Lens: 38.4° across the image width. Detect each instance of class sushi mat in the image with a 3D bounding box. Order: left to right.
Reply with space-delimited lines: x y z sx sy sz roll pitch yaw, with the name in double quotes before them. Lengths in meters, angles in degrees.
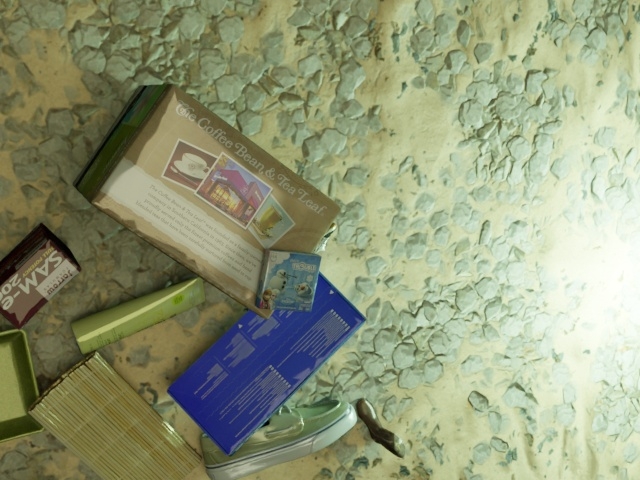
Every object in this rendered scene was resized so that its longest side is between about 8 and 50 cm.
"sushi mat" -0.358 0.346 1.634 0.151 0.019 0.317 -43 118 -10

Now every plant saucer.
"plant saucer" -0.576 0.252 1.551 0.188 0.045 0.189 -12 102 -19

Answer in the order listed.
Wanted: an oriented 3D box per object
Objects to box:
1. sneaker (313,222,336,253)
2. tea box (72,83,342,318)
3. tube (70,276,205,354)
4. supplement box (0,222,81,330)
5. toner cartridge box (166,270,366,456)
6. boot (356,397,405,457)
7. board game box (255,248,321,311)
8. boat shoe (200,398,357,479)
"sneaker" 0.000 0.000 1.744 0.083 0.032 0.037 -40 123 -6
"tea box" -0.197 -0.074 1.500 0.329 0.323 0.220 35 85 -20
"tube" -0.315 0.128 1.619 0.240 0.070 0.062 -22 103 -16
"supplement box" -0.460 0.051 1.462 0.130 0.239 0.073 -46 110 -9
"toner cartridge box" -0.095 0.211 1.675 0.348 0.075 0.165 -43 82 -10
"boot" 0.119 0.364 1.789 0.037 0.114 0.106 -32 107 -14
"board game box" -0.048 0.061 1.393 0.090 0.020 0.090 6 99 -29
"boat shoe" -0.078 0.357 1.721 0.302 0.109 0.094 -20 102 -14
